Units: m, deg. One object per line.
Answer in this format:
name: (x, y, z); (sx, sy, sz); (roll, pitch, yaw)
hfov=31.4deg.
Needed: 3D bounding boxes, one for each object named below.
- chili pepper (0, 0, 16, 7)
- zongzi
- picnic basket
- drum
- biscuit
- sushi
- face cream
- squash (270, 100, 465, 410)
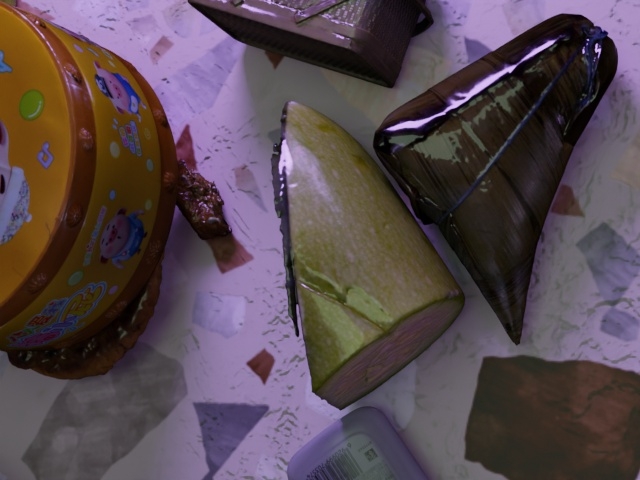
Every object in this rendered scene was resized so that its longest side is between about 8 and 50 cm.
chili pepper: (-0.430, -0.282, 1.599); (0.049, 0.043, 0.208); (-19, 79, -9)
zongzi: (0.244, -0.069, 1.268); (0.286, 0.138, 0.300); (-30, 86, 6)
picnic basket: (-0.007, -0.297, 1.368); (0.267, 0.165, 0.139); (21, 89, 22)
drum: (-0.399, -0.076, 1.372); (0.431, 0.214, 0.431); (-3, 83, 24)
biscuit: (-0.324, 0.014, 1.487); (0.290, 0.081, 0.334); (-2, 82, 25)
sushi: (-0.153, -0.052, 1.448); (0.060, 0.061, 0.118); (-37, 91, 3)
face cream: (0.086, 0.336, 1.283); (0.144, 0.071, 0.291); (-41, 69, 11)
squash: (0.000, 0.000, 1.284); (0.210, 0.233, 0.309); (-38, 72, 1)
